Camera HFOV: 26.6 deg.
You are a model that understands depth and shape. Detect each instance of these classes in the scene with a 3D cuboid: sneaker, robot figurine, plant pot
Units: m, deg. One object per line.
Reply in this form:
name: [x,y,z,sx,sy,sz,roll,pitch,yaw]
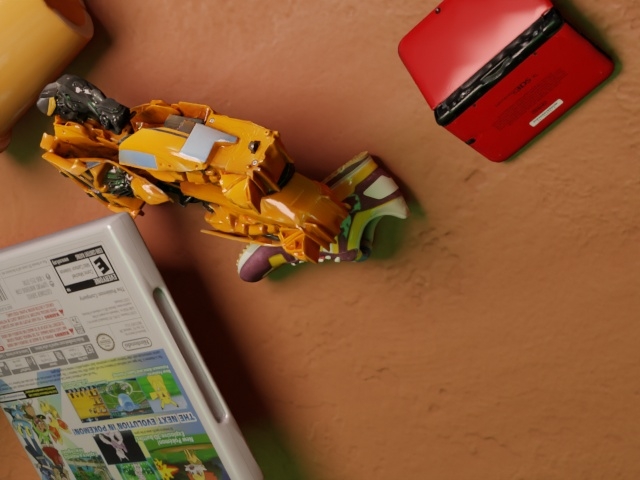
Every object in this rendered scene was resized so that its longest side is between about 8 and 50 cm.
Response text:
sneaker: [0.000,0.000,1.283,0.185,0.069,0.084,-40,89,29]
robot figurine: [-0.129,-0.064,1.218,0.291,0.085,0.211,12,161,35]
plant pot: [-0.323,-0.188,1.261,0.188,0.205,0.205,-33,98,12]

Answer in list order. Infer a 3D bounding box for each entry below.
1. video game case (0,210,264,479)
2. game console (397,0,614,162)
video game case: [-0.235,0.135,1.382,0.329,0.036,0.300,-14,107,44]
game console: [0.162,-0.160,1.193,0.124,0.085,0.144,31,124,-30]
